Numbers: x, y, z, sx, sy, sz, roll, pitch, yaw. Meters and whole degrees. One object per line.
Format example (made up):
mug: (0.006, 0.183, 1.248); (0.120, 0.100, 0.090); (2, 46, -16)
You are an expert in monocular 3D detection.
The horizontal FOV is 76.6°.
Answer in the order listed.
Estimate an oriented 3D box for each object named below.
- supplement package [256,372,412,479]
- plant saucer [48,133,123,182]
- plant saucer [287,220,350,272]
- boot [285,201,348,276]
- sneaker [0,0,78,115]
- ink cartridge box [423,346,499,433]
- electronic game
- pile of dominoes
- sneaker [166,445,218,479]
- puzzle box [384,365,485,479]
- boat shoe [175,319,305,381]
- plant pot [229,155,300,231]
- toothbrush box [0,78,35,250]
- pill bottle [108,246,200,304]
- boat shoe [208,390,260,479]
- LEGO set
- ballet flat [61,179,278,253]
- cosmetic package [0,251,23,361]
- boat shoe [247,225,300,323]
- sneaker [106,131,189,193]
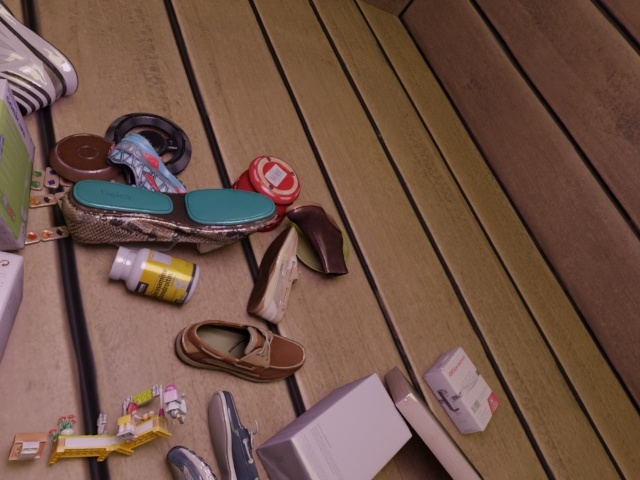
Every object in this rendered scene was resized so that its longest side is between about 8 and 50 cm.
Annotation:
supplement package: (0.037, 0.473, 0.948); (0.293, 0.177, 0.175); (-20, 74, -43)
plant saucer: (-0.584, -0.214, 1.019); (0.168, 0.029, 0.169); (14, 49, -16)
plant saucer: (-0.011, 0.005, 1.338); (0.240, 0.037, 0.241); (20, 50, -26)
boot: (0.000, 0.000, 1.226); (0.248, 0.090, 0.207); (16, 55, -54)
sneaker: (-0.844, -0.466, 0.936); (0.447, 0.169, 0.258); (36, 43, -15)
ink cartridge box: (0.459, 0.485, 1.322); (0.158, 0.092, 0.218); (-25, 79, -45)
electronic game: (-0.487, -0.273, 1.159); (0.229, 0.048, 0.229); (13, 59, -22)
pile of dominoes: (-0.611, -0.102, 0.953); (0.251, 0.040, 0.196); (-19, 74, -44)
sneaker: (-0.230, 0.531, 0.758); (0.122, 0.110, 0.283); (-25, 74, -36)
puzzle box: (0.329, 0.546, 1.088); (0.409, 0.052, 0.272); (52, 0, 5)
boat shoe: (-0.175, 0.262, 0.973); (0.323, 0.120, 0.123); (15, 53, -29)
plant pot: (-0.164, -0.144, 1.231); (0.191, 0.174, 0.191); (20, 52, -28)
toothbrush box: (-0.672, -0.147, 0.805); (0.122, 0.206, 0.283); (-2, 62, -21)
pill bottle: (-0.388, 0.079, 0.951); (0.184, 0.103, 0.103); (21, 50, -24)
boat shoe: (-0.175, 0.446, 0.864); (0.079, 0.095, 0.255); (-3, 64, -37)
LEGO set: (-0.401, 0.335, 0.767); (0.286, 0.132, 0.107); (-9, 46, -16)
ballet flat: (-0.355, -0.044, 1.006); (0.482, 0.182, 0.164); (1, 43, -26)
cosmetic package: (-0.604, 0.208, 0.634); (0.155, 0.197, 0.366); (16, 51, -28)
boat shoe: (-0.112, 0.092, 1.157); (0.098, 0.109, 0.302); (36, 47, -24)
sneaker: (-0.445, -0.139, 1.053); (0.125, 0.104, 0.262); (-47, 114, -30)
